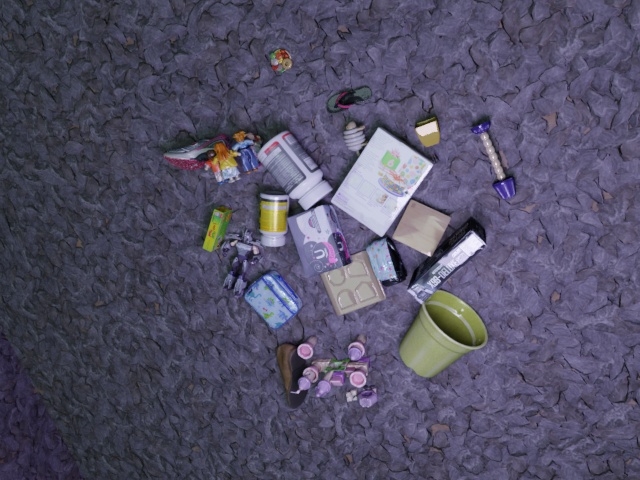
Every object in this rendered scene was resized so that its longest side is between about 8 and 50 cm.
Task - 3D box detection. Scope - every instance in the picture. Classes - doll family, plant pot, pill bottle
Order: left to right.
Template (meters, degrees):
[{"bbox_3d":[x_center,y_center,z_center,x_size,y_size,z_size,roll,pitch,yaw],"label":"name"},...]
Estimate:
[{"bbox_3d":[-0.315,-0.327,1.920,0.263,0.118,0.163,-29,114,-20],"label":"doll family"},{"bbox_3d":[-0.186,-0.088,2.007,0.119,0.119,0.208,8,105,15],"label":"pill bottle"},{"bbox_3d":[-0.094,-0.261,1.913,0.161,0.161,0.283,-39,91,21],"label":"pill bottle"},{"bbox_3d":[0.386,-0.381,1.785,0.081,0.081,0.083,-17,109,20],"label":"plant pot"},{"bbox_3d":[0.432,0.367,1.882,0.276,0.276,0.253,35,123,6],"label":"plant pot"}]

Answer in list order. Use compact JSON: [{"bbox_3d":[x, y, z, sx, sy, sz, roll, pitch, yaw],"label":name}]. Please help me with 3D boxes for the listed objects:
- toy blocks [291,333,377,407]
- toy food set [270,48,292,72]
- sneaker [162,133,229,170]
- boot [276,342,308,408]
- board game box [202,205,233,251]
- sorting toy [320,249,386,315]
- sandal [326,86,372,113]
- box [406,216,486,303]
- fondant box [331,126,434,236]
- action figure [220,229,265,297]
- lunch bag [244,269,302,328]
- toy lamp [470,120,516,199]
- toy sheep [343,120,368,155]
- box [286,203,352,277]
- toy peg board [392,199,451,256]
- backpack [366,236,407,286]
[{"bbox_3d":[0.058,0.562,2.024,0.289,0.260,0.308,-6,102,17],"label":"toy blocks"},{"bbox_3d":[-0.150,-0.679,1.899,0.083,0.020,0.083,-17,99,20],"label":"toy food set"},{"bbox_3d":[-0.501,-0.358,2.048,0.299,0.121,0.111,-2,74,18],"label":"sneaker"},{"bbox_3d":[-0.125,0.585,2.190,0.115,0.112,0.305,17,116,44],"label":"boot"},{"bbox_3d":[-0.430,-0.050,2.104,0.043,0.092,0.181,25,109,9],"label":"board game box"},{"bbox_3d":[0.109,0.127,2.021,0.229,0.041,0.307,-22,90,20],"label":"sorting toy"},{"bbox_3d":[0.101,-0.520,1.853,0.179,0.040,0.067,-17,98,20],"label":"sandal"},{"bbox_3d":[0.452,0.066,1.791,0.076,0.242,0.307,44,112,2],"label":"box"},{"bbox_3d":[0.228,-0.217,1.864,0.238,0.096,0.330,36,112,5],"label":"fondant box"},{"bbox_3d":[-0.332,0.088,2.109,0.185,0.099,0.284,19,105,21],"label":"action figure"},{"bbox_3d":[-0.196,0.246,2.113,0.176,0.090,0.219,-39,92,19],"label":"lunch bag"},{"bbox_3d":[0.606,-0.275,1.748,0.080,0.080,0.274,-21,94,20],"label":"toy lamp"},{"bbox_3d":[0.128,-0.376,1.860,0.091,0.091,0.132,-10,107,19],"label":"toy sheep"},{"bbox_3d":[0.000,0.000,1.942,0.163,0.142,0.247,-19,89,20],"label":"box"},{"bbox_3d":[0.378,-0.045,1.880,0.161,0.079,0.160,27,94,12],"label":"toy peg board"},{"bbox_3d":[0.251,0.081,1.910,0.115,0.152,0.181,-21,85,11],"label":"backpack"}]
